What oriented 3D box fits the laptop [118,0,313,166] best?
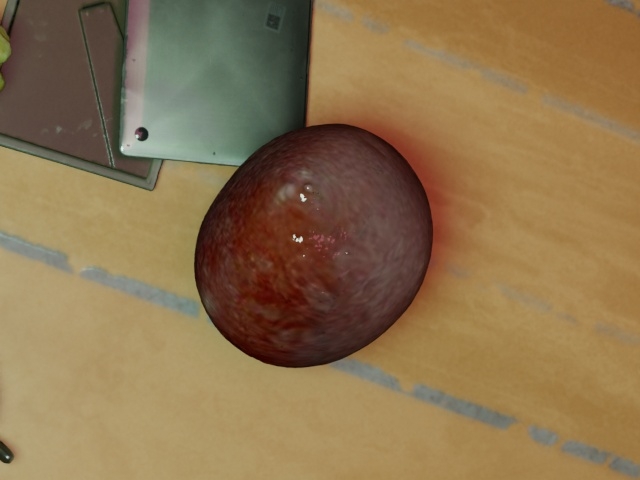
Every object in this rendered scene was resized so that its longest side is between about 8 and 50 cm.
[{"bbox_3d":[-0.095,-0.205,1.837,0.187,0.015,0.269,4,87,-23],"label":"laptop"}]

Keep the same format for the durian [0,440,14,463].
[{"bbox_3d":[-0.346,0.139,1.730,0.188,0.091,0.148,41,78,-11],"label":"durian"}]

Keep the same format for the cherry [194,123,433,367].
[{"bbox_3d":[0.003,0.007,1.757,0.239,0.239,0.206,-40,105,-13],"label":"cherry"}]

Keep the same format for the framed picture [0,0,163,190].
[{"bbox_3d":[-0.208,-0.189,1.821,0.184,0.016,0.250,16,84,-14],"label":"framed picture"}]

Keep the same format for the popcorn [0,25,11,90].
[{"bbox_3d":[-0.334,-0.162,1.746,0.089,0.109,0.097,23,44,-37],"label":"popcorn"}]
